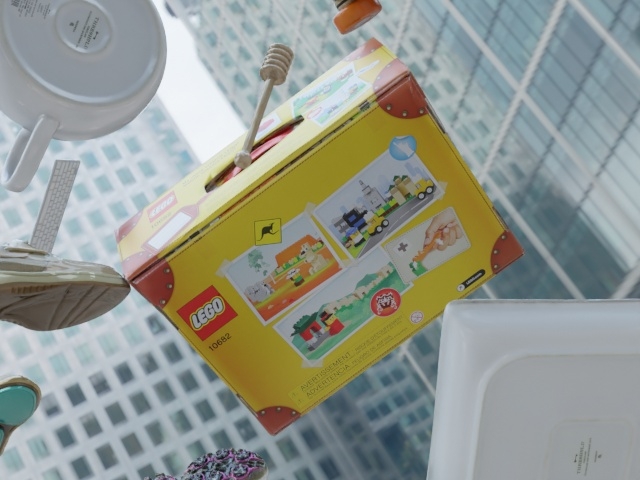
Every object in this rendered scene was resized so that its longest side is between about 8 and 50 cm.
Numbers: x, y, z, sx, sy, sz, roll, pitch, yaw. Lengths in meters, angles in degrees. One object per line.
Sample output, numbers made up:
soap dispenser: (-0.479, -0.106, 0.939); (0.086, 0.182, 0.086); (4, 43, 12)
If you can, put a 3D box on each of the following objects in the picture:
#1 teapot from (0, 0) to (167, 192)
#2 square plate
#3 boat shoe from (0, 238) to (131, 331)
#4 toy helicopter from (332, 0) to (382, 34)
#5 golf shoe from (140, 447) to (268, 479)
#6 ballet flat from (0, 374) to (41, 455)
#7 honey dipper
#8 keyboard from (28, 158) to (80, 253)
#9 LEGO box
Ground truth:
teapot: (-0.325, -0.221, 1.380); (0.256, 0.253, 0.187); (-28, -1, -36)
square plate: (0.293, 0.228, 1.249); (0.343, 0.049, 0.347); (0, -67, -8)
boat shoe: (-0.407, 0.047, 1.503); (0.341, 0.110, 0.121); (6, -41, -50)
toy helicopter: (0.114, -0.469, 1.725); (0.235, 0.140, 0.355); (-32, 0, -11)
golf shoe: (-0.136, 0.300, 1.291); (0.186, 0.086, 0.067); (-22, 24, 18)
ballet flat: (-0.447, 0.231, 1.538); (0.080, 0.073, 0.232); (24, -47, -22)
honey dipper: (-0.061, -0.140, 1.157); (0.030, 0.161, 0.030); (11, -34, 7)
keyboard: (-0.460, -0.016, 1.855); (0.072, 0.014, 0.256); (-16, -53, -74)
LEGO box: (0.000, 0.000, 1.705); (0.500, 0.193, 0.372); (-36, -61, 3)
